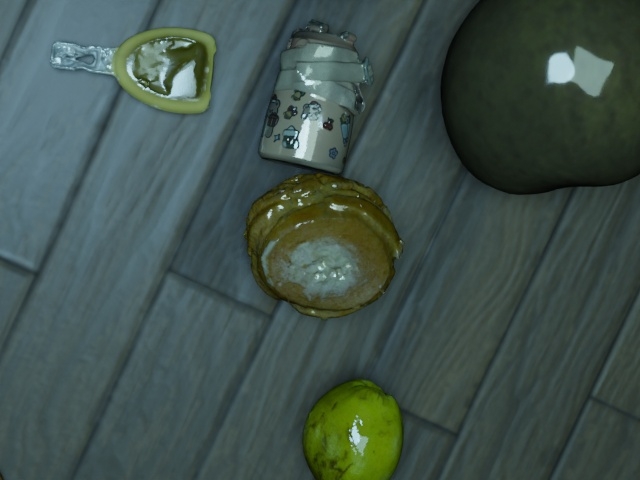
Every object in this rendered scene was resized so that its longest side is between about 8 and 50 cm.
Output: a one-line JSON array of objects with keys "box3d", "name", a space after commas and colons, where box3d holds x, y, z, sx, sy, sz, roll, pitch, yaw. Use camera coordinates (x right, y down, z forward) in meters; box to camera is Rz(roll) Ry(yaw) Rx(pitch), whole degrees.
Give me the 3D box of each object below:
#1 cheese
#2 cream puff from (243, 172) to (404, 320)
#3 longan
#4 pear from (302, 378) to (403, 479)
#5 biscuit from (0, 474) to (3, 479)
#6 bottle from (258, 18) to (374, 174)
[{"box3d": [-0.189, -0.178, 1.200, 0.162, 0.036, 0.086, 7, 94, -10], "name": "cheese"}, {"box3d": [0.000, 0.000, 1.206, 0.150, 0.115, 0.165, -30, 121, 12], "name": "cream puff"}, {"box3d": [0.236, -0.151, 1.181, 0.248, 0.248, 0.248, -1, 96, -9], "name": "longan"}, {"box3d": [0.033, 0.209, 1.242, 0.107, 0.107, 0.131, 20, 104, -11], "name": "pear"}, {"box3d": [-0.446, 0.350, 1.210, 0.205, 0.049, 0.324, 45, 86, -10], "name": "biscuit"}, {"box3d": [-0.003, -0.148, 1.206, 0.099, 0.099, 0.152, 14, 90, -10], "name": "bottle"}]
